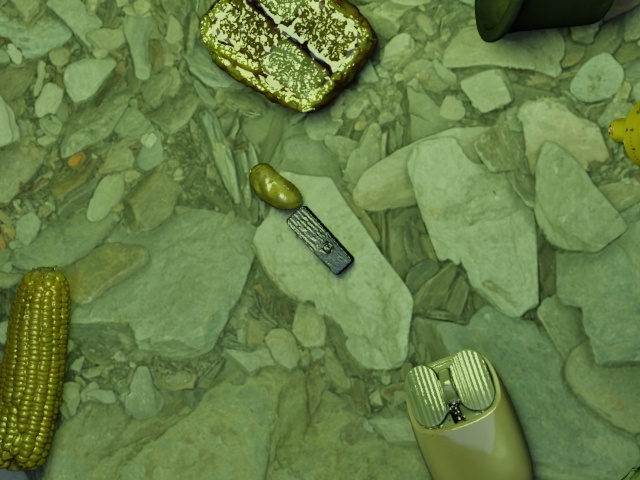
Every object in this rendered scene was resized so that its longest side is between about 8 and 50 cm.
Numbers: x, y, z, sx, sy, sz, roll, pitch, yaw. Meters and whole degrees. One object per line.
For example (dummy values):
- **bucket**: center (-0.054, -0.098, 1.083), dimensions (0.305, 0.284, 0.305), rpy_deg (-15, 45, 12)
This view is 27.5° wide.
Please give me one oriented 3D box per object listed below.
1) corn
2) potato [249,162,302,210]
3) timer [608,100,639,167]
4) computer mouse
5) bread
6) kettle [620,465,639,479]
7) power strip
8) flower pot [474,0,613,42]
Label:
- **corn**: center (-0.423, 0.190, 1.922), dimensions (0.102, 0.102, 0.312), rpy_deg (12, 96, 9)
- **potato**: center (-0.067, -0.074, 1.866), dimensions (0.092, 0.045, 0.046), rpy_deg (40, 117, 13)
- **timer**: center (0.452, -0.143, 1.755), dimensions (0.107, 0.109, 0.107), rpy_deg (-2, 97, -19)
- **computer mouse**: center (0.207, 0.273, 1.822), dimensions (0.145, 0.082, 0.236), rpy_deg (-19, 91, 12)
- **bread**: center (-0.045, -0.284, 1.821), dimensions (0.222, 0.096, 0.181), rpy_deg (36, 99, 4)
- **kettle**: center (0.539, 0.411, 1.724), dimensions (0.321, 0.228, 0.324), rpy_deg (-25, 84, 42)
- **power strip**: center (0.000, 0.000, 1.866), dimensions (0.038, 0.029, 0.111), rpy_deg (-44, 85, 10)
- **flower pot**: center (0.306, -0.365, 1.709), dimensions (0.148, 0.235, 0.235), rpy_deg (7, 95, -10)
